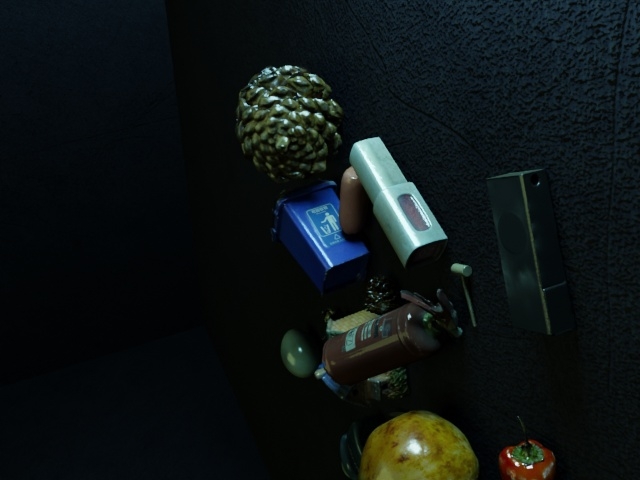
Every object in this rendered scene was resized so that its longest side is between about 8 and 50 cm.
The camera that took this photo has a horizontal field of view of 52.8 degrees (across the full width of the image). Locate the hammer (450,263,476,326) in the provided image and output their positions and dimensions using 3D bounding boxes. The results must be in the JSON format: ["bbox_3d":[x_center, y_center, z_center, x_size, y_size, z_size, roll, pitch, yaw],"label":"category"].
[{"bbox_3d":[0.245,0.092,1.076,0.035,0.019,0.110,10,116,68],"label":"hammer"}]

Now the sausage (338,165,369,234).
[{"bbox_3d":[0.070,-0.082,1.343,0.062,0.062,0.154,-126,29,-44],"label":"sausage"}]

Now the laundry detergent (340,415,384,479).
[{"bbox_3d":[0.106,0.554,1.666,0.143,0.094,0.290,62,156,22],"label":"laundry detergent"}]

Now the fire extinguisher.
[{"bbox_3d":[0.128,0.171,1.191,0.337,0.147,0.107,-34,32,43],"label":"fire extinguisher"}]

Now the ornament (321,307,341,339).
[{"bbox_3d":[0.042,0.211,1.602,0.203,0.088,0.081,-139,40,-59],"label":"ornament"}]

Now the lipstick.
[{"bbox_3d":[0.133,-0.073,1.163,0.077,0.078,0.253,102,148,-54],"label":"lipstick"}]

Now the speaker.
[{"bbox_3d":[0.284,0.016,0.874,0.082,0.044,0.218,-174,70,-68],"label":"speaker"}]

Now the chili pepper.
[{"bbox_3d":[0.315,0.350,0.983,0.086,0.084,0.192,10,120,50],"label":"chili pepper"}]

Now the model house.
[{"bbox_3d":[0.077,0.263,1.421,0.166,0.172,0.183,-147,45,-63],"label":"model house"}]

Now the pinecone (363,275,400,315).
[{"bbox_3d":[0.126,0.114,1.330,0.077,0.077,0.083,122,153,-64],"label":"pinecone"}]

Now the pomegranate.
[{"bbox_3d":[0.184,0.444,1.210,0.248,0.248,0.248,165,90,-70],"label":"pomegranate"}]

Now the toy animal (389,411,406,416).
[{"bbox_3d":[0.191,0.442,1.363,0.155,0.095,0.219,95,151,-53],"label":"toy animal"}]

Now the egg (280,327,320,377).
[{"bbox_3d":[-0.060,0.333,1.915,0.114,0.114,0.152,111,143,-58],"label":"egg"}]

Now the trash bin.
[{"bbox_3d":[0.000,0.000,1.467,0.235,0.162,0.184,56,154,29],"label":"trash bin"}]

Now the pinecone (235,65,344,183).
[{"bbox_3d":[-0.075,-0.259,1.365,0.244,0.243,0.257,98,154,-48],"label":"pinecone"}]
